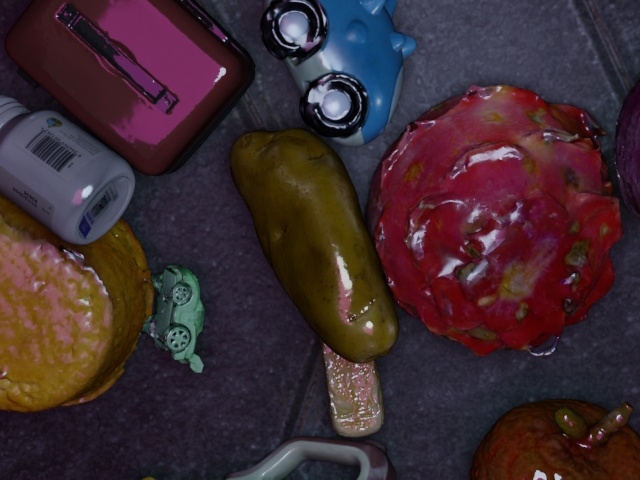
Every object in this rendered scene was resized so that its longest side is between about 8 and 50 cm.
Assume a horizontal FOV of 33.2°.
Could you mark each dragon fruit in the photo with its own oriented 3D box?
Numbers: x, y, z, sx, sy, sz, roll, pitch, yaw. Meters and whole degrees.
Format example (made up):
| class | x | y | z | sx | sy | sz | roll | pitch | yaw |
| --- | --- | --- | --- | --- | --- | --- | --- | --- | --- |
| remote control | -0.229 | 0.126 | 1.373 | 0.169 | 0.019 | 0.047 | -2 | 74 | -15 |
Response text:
| class | x | y | z | sx | sy | sz | roll | pitch | yaw |
| --- | --- | --- | --- | --- | --- | --- | --- | --- | --- |
| dragon fruit | 0.244 | -0.019 | 1.462 | 0.371 | 0.249 | 0.386 | 40 | 102 | -8 |

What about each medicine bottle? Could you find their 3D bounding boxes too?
| class | x | y | z | sx | sy | sz | roll | pitch | yaw |
| --- | --- | --- | --- | --- | --- | --- | --- | --- | --- |
| medicine bottle | -0.368 | -0.102 | 1.442 | 0.215 | 0.135 | 0.135 | 35 | 101 | 14 |

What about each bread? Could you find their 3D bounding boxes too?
| class | x | y | z | sx | sy | sz | roll | pitch | yaw |
| --- | --- | --- | --- | --- | --- | --- | --- | --- | --- |
| bread | -0.431 | 0.076 | 1.539 | 0.358 | 0.204 | 0.336 | 27 | 96 | 1 |

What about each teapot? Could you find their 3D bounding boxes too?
| class | x | y | z | sx | sy | sz | roll | pitch | yaw |
| --- | --- | --- | --- | --- | --- | --- | --- | --- | --- |
| teapot | -0.026 | 0.428 | 1.544 | 0.312 | 0.315 | 0.233 | -7 | 143 | 22 |

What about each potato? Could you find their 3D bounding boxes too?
| class | x | y | z | sx | sy | sz | roll | pitch | yaw |
| --- | --- | --- | --- | --- | --- | --- | --- | --- | --- |
| potato | 0.000 | 0.000 | 1.457 | 0.195 | 0.176 | 0.369 | -44 | 63 | 38 |

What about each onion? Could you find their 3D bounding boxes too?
| class | x | y | z | sx | sy | sz | roll | pitch | yaw |
| --- | --- | --- | --- | --- | --- | --- | --- | --- | --- |
| onion | 0.463 | -0.162 | 1.408 | 0.159 | 0.267 | 0.348 | -4 | 97 | 15 |

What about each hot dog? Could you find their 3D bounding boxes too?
| class | x | y | z | sx | sy | sz | roll | pitch | yaw |
| --- | --- | --- | --- | --- | --- | --- | --- | --- | --- |
| hot dog | 0.042 | 0.167 | 1.584 | 0.084 | 0.073 | 0.242 | -9 | 96 | 2 |

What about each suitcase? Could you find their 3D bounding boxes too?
| class | x | y | z | sx | sy | sz | roll | pitch | yaw |
| --- | --- | --- | --- | --- | --- | --- | --- | --- | --- |
| suitcase | -0.259 | -0.253 | 1.488 | 0.297 | 0.161 | 0.236 | 41 | 101 | -3 |

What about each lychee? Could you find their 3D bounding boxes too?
| class | x | y | z | sx | sy | sz | roll | pitch | yaw |
| --- | --- | --- | --- | --- | --- | --- | --- | --- | --- |
| lychee | 0.343 | 0.333 | 1.502 | 0.255 | 0.255 | 0.300 | 20 | 140 | 0 |

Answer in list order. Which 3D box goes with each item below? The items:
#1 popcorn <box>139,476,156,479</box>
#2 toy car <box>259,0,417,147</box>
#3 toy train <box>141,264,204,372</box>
| class | x | y | z | sx | sy | sz | roll | pitch | yaw |
| --- | --- | --- | --- | --- | --- | --- | --- | --- | --- |
| popcorn | -0.284 | 0.455 | 1.630 | 0.163 | 0.140 | 0.194 | 11 | 111 | -6 |
| toy car | 0.031 | -0.257 | 1.455 | 0.190 | 0.188 | 0.255 | -26 | 97 | 0 |
| toy train | -0.209 | 0.114 | 1.590 | 0.081 | 0.099 | 0.149 | 9 | 94 | -32 |
